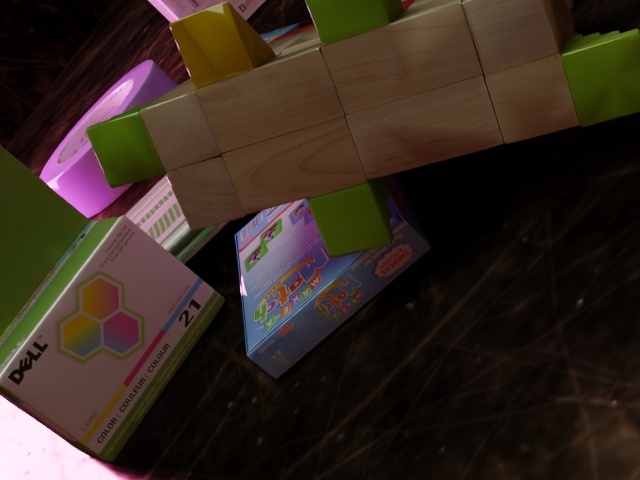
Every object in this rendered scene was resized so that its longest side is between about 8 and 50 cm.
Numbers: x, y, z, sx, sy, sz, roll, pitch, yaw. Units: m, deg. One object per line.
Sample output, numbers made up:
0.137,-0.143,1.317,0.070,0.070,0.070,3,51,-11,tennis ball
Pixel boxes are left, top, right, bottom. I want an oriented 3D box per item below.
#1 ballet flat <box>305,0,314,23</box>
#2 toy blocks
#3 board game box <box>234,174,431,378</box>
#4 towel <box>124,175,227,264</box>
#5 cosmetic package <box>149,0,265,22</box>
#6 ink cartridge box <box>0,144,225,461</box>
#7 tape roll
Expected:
0.041,-0.245,1.087,0.124,0.116,0.342,-20,29,10,ballet flat
0.052,-0.133,0.766,0.381,0.191,0.261,-14,18,23,toy blocks
0.000,0.000,0.829,0.160,0.039,0.211,-41,23,13,board game box
-0.216,0.014,1.166,0.248,0.038,0.325,-47,18,-10,towel
-0.208,-0.441,1.764,0.151,0.151,0.183,-47,23,0,cosmetic package
-0.247,0.050,0.902,0.189,0.255,0.097,-56,24,-20,ink cartridge box
-0.338,-0.167,1.632,0.274,0.090,0.275,-38,24,20,tape roll
